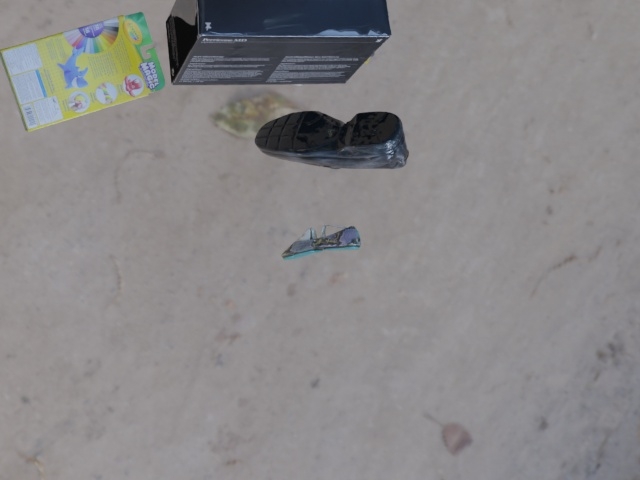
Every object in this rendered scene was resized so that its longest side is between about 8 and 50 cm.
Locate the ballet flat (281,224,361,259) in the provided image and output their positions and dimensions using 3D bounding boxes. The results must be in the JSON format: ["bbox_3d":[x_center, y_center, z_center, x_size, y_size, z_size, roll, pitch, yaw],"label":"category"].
[{"bbox_3d":[0.000,0.000,1.434,0.041,0.114,0.041,32,53,-57],"label":"ballet flat"}]

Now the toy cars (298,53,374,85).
[{"bbox_3d":[-0.022,-0.316,1.907,0.176,0.393,0.087,16,83,-25],"label":"toy cars"}]

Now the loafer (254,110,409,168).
[{"bbox_3d":[0.011,-0.097,1.165,0.062,0.170,0.061,-68,150,-30],"label":"loafer"}]

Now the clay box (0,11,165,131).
[{"bbox_3d":[-0.358,-0.257,1.667,0.222,0.053,0.128,-20,102,-17],"label":"clay box"}]

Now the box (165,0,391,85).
[{"bbox_3d":[-0.061,-0.286,1.487,0.261,0.184,0.103,-3,81,-20],"label":"box"}]
